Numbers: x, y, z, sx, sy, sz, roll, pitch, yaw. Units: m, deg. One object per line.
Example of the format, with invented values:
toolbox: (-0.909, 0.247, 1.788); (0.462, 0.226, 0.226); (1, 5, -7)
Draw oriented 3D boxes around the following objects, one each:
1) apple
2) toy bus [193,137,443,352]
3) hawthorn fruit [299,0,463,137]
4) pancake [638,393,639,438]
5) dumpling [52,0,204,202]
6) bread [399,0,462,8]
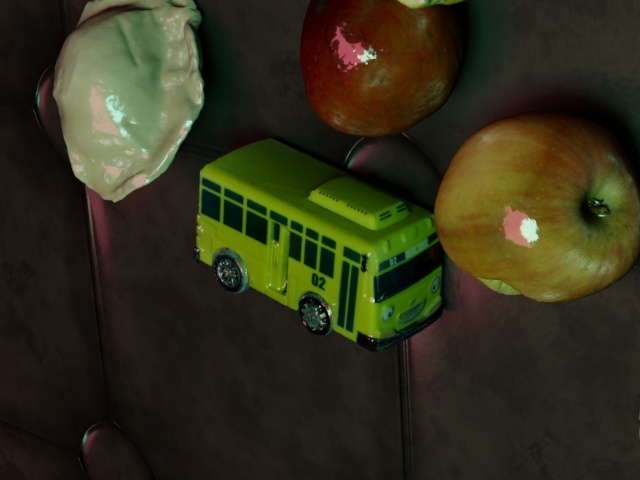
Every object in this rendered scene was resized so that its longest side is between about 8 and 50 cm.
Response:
apple: (0.196, -0.028, 1.585); (0.199, 0.199, 0.199); (20, 122, 36)
toy bus: (0.000, 0.000, 1.809); (0.262, 0.128, 0.150); (26, 125, 34)
hawthorn fruit: (0.057, -0.190, 1.627); (0.169, 0.169, 0.188); (45, 162, 19)
pancake: (0.409, 0.232, 1.603); (0.288, 0.033, 0.286); (39, 133, 25)
dumpling: (-0.201, -0.169, 1.910); (0.193, 0.147, 0.258); (4, 81, 33)
bread: (0.071, -0.296, 1.525); (0.246, 0.239, 0.111); (24, 119, 32)
